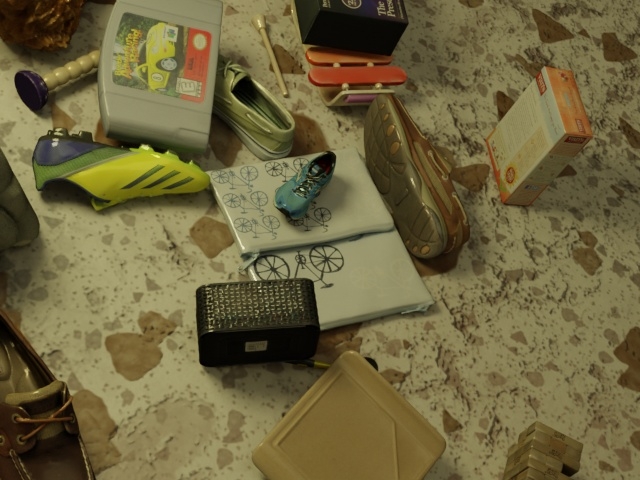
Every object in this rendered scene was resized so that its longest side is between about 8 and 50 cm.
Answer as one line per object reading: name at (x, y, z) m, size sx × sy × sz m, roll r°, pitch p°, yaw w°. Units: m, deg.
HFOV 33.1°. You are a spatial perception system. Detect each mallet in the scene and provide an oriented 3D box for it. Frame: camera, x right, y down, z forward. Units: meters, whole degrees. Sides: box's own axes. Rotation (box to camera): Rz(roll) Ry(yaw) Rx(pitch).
mallet at (-0.005, 0.201, 1.708) m, size 0.190 × 0.062 × 0.039 m, roll 8°, pitch 56°, yaw -1°

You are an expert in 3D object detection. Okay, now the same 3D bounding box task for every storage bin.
storage bin at (-0.097, 0.126, 1.635) m, size 0.180 × 0.122 × 0.084 m, roll -4°, pitch 59°, yaw -9°

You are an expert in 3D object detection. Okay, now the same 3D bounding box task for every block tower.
block tower at (0.321, 0.451, 1.646) m, size 0.097 × 0.091 × 0.335 m, roll 27°, pitch 52°, yaw -5°

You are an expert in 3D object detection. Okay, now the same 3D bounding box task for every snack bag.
snack bag at (0.000, 0.000, 1.839) m, size 0.323 × 0.037 × 0.342 m, roll -10°, pitch 63°, yaw -30°

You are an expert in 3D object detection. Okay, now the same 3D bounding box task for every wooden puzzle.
wooden puzzle at (0.045, 0.319, 1.623) m, size 0.221 × 0.044 × 0.239 m, roll 45°, pitch 62°, yaw 1°

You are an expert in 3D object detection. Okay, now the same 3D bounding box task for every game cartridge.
game cartridge at (-0.273, -0.298, 1.815) m, size 0.196 × 0.060 × 0.294 m, roll 8°, pitch 68°, yaw -14°

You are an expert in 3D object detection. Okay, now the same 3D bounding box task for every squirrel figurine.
squirrel figurine at (-0.458, -0.532, 1.773) m, size 0.281 × 0.370 × 0.397 m, roll 9°, pitch 55°, yaw -19°

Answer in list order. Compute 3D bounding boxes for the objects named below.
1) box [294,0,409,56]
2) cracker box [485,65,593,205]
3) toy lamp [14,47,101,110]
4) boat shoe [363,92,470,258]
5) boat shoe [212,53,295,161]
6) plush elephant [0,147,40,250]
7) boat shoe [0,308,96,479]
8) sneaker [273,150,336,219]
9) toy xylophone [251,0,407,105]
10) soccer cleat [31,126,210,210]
box at (0.046, -0.488, 2.040) m, size 0.184 × 0.103 × 0.261 m, roll 2°, pitch 58°, yaw -20°
cracker box at (0.406, -0.192, 2.022) m, size 0.067 × 0.232 × 0.155 m, roll 5°, pitch 57°, yaw -21°
toy lamp at (-0.389, -0.306, 1.844) m, size 0.275 × 0.080 × 0.080 m, roll -35°, pitch 77°, yaw -34°
boat shoe at (0.174, -0.118, 1.953) m, size 0.116 × 0.123 × 0.324 m, roll -8°, pitch 71°, yaw -33°
boat shoe at (-0.155, -0.270, 1.911) m, size 0.302 × 0.094 × 0.109 m, roll 42°, pitch 52°, yaw 7°
plush elephant at (-0.563, -0.073, 1.493) m, size 0.255 × 0.330 × 0.271 m, roll -30°, pitch 94°, yaw -13°
boat shoe at (-0.392, 0.234, 1.450) m, size 0.123 × 0.123 × 0.342 m, roll -17°, pitch 67°, yaw -32°
sneaker at (-0.024, -0.101, 1.825) m, size 0.063 × 0.073 × 0.162 m, roll 35°, pitch 50°, yaw 1°
toy xylophone at (0.011, -0.372, 2.063) m, size 0.236 × 0.081 × 0.322 m, roll -13°, pitch 64°, yaw -30°
soccer cleat at (-0.323, -0.101, 1.747) m, size 0.289 × 0.093 × 0.121 m, roll 10°, pitch 85°, yaw -23°
